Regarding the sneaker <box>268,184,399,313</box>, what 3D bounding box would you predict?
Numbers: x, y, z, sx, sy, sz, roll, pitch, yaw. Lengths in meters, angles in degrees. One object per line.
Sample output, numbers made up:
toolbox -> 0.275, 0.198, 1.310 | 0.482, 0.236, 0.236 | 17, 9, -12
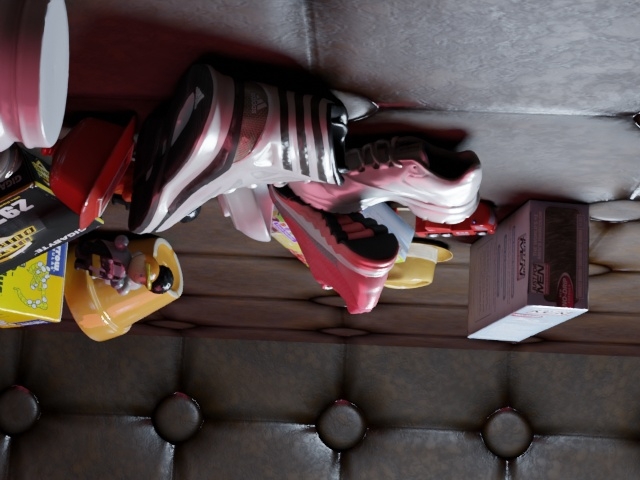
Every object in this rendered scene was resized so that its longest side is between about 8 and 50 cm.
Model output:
sneaker -> 0.000, 0.000, 1.929 | 0.116, 0.136, 0.314 | -6, -147, -28

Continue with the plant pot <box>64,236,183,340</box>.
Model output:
plant pot -> -0.388, 0.079, 2.565 | 0.188, 0.205, 0.205 | -18, 162, 15

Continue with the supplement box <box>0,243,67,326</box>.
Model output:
supplement box -> -0.680, 0.041, 2.406 | 0.194, 0.195, 0.356 | -8, 164, 40

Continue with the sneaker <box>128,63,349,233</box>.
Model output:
sneaker -> -0.108, -0.092, 1.748 | 0.257, 0.169, 0.447 | 9, 163, -20

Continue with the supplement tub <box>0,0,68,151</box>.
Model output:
supplement tub -> -0.413, -0.189, 1.332 | 0.272, 0.191, 0.191 | 3, 167, -2

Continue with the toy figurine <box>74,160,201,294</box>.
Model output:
toy figurine -> -0.285, -0.017, 2.024 | 0.148, 0.210, 0.213 | 13, 169, 3

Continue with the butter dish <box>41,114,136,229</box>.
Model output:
butter dish -> -0.342, -0.114, 1.819 | 0.118, 0.160, 0.160 | 27, 164, -4

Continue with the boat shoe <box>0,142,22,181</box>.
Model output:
boat shoe -> -0.595, -0.117, 1.833 | 0.355, 0.132, 0.130 | 7, 176, 14

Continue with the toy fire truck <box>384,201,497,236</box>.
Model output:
toy fire truck -> 0.197, -0.045, 2.166 | 0.192, 0.047, 0.135 | -2, 165, 18

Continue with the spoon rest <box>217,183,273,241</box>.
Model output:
spoon rest -> -0.111, -0.069, 1.978 | 0.084, 0.137, 0.276 | -20, -172, -7

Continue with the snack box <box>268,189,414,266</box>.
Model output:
snack box -> 0.022, -0.025, 2.121 | 0.207, 0.070, 0.174 | -12, 139, 43

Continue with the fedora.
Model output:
fedora -> 0.164, 0.050, 2.520 | 0.194, 0.079, 0.194 | 3, 167, 1

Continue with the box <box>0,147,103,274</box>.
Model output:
box -> -0.558, -0.019, 2.104 | 0.322, 0.079, 0.257 | -26, 160, 8

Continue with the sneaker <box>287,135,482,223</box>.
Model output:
sneaker -> 0.094, -0.107, 1.849 | 0.297, 0.111, 0.129 | 3, 148, -7

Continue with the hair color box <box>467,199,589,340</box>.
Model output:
hair color box -> 0.366, 0.063, 2.289 | 0.113, 0.185, 0.374 | 5, 167, -7
